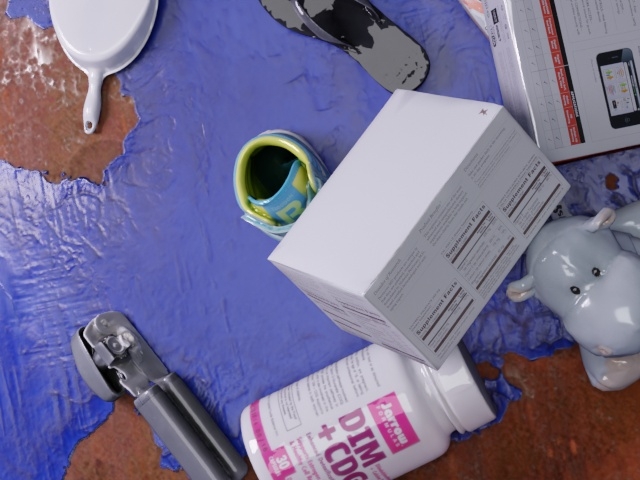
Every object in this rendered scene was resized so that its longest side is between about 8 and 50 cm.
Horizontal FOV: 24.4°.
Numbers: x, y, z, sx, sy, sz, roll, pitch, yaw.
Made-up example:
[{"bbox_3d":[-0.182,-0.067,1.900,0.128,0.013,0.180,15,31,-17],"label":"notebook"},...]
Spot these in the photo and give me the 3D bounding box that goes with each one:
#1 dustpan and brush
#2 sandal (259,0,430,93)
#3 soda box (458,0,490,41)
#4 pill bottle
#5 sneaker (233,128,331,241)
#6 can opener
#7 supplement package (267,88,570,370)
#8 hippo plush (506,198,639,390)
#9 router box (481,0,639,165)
[{"bbox_3d":[-0.291,-0.246,1.920,0.147,0.060,0.211,8,85,10],"label":"dustpan and brush"},{"bbox_3d":[0.029,-0.280,1.865,0.254,0.054,0.097,33,95,7],"label":"sandal"},{"bbox_3d":[0.179,-0.336,1.838,0.058,0.063,0.183,-38,85,6],"label":"soda box"},{"bbox_3d":[0.060,0.217,1.807,0.283,0.160,0.160,-27,86,8],"label":"pill bottle"},{"bbox_3d":[0.000,0.000,1.793,0.127,0.208,0.319,-41,85,6],"label":"sneaker"},{"bbox_3d":[-0.214,0.216,1.908,0.283,0.076,0.095,52,129,5],"label":"can opener"},{"bbox_3d":[0.108,-0.020,1.666,0.145,0.204,0.262,45,76,-31],"label":"supplement package"},{"bbox_3d":[0.336,0.022,1.701,0.234,0.236,0.294,-41,73,6],"label":"hippo plush"},{"bbox_3d":[0.351,-0.273,1.756,0.301,0.082,0.335,-11,88,-11],"label":"router box"}]
